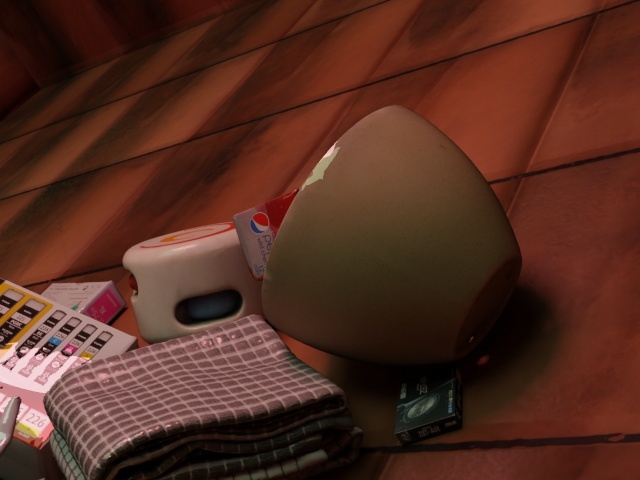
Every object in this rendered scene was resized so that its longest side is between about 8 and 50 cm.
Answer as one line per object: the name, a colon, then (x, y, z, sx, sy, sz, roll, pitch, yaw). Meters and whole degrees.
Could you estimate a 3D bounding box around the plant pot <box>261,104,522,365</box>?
plant pot: (0.101, 0.024, 1.094, 0.191, 0.284, 0.284, 32, 59, 23)

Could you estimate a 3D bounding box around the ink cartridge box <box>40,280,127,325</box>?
ink cartridge box: (-0.475, 0.185, 1.649, 0.185, 0.065, 0.311, -4, 34, 45)

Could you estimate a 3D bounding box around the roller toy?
roller toy: (-0.165, 0.063, 1.383, 0.209, 0.146, 0.191, -6, 10, 34)

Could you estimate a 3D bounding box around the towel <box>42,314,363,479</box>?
towel: (-0.127, 0.183, 1.059, 0.283, 0.121, 0.235, -14, 16, -25)

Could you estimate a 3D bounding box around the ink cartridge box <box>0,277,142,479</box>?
ink cartridge box: (-0.405, 0.155, 1.362, 0.309, 0.130, 0.272, 21, 46, 17)

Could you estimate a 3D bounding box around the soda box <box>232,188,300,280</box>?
soda box: (0.000, 0.000, 1.261, 0.092, 0.083, 0.263, -21, -10, 22)

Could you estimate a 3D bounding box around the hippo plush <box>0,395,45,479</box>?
hippo plush: (-0.392, 0.334, 1.029, 0.294, 0.234, 0.236, -19, 11, -26)

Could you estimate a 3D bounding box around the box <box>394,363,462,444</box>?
box: (0.112, 0.168, 1.048, 0.067, 0.018, 0.083, -21, 26, 20)
